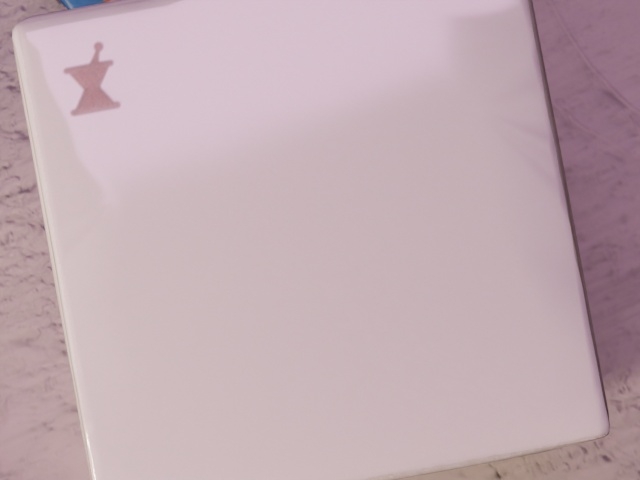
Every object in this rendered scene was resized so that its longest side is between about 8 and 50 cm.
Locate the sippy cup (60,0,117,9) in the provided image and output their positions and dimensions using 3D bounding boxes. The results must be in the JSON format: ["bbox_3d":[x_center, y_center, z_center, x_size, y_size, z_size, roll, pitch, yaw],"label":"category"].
[{"bbox_3d":[-0.172,-0.319,1.516,0.224,0.240,0.305,-33,53,1],"label":"sippy cup"}]

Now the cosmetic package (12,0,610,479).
[{"bbox_3d":[0.000,0.000,1.153,0.329,0.394,0.327,-10,86,3],"label":"cosmetic package"}]
